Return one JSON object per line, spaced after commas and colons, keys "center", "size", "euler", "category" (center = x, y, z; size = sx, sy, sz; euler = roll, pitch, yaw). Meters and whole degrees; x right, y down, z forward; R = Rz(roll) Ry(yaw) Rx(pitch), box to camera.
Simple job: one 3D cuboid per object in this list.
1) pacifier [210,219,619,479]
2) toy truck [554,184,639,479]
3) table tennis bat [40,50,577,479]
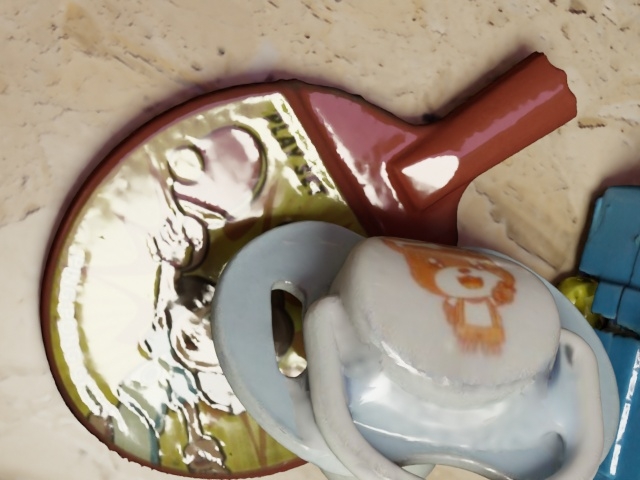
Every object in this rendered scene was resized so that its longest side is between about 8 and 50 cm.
{"center": [0.052, 0.107, 0.831], "size": [0.279, 0.207, 0.227], "euler": [9, 49, -17], "category": "pacifier"}
{"center": [0.244, 0.158, 0.916], "size": [0.162, 0.161, 0.385], "euler": [13, 91, -25], "category": "toy truck"}
{"center": [0.000, 0.000, 0.889], "size": [0.414, 0.051, 0.268], "euler": [-33, 105, -7], "category": "table tennis bat"}
